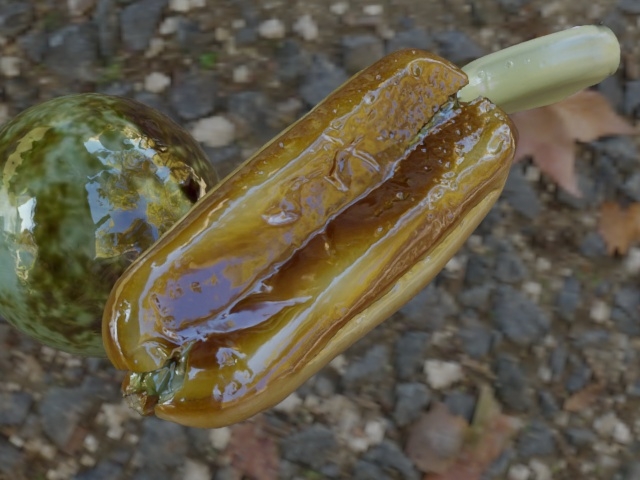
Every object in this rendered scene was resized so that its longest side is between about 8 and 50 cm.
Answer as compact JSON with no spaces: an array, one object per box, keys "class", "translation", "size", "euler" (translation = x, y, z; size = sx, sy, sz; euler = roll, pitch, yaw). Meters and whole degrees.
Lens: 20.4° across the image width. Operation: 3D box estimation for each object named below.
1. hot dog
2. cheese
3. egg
[{"class":"hot dog","translation":[0.000,0.000,0.838],"size":[0.100,0.068,0.249],"euler":[45,59,8]},{"class":"cheese","translation":[0.141,-0.136,1.622],"size":[0.255,0.127,0.050],"euler":[-16,84,-8]},{"class":"egg","translation":[-0.193,-0.007,1.640],"size":[0.289,0.238,0.238],"euler":[34,78,-48]}]
